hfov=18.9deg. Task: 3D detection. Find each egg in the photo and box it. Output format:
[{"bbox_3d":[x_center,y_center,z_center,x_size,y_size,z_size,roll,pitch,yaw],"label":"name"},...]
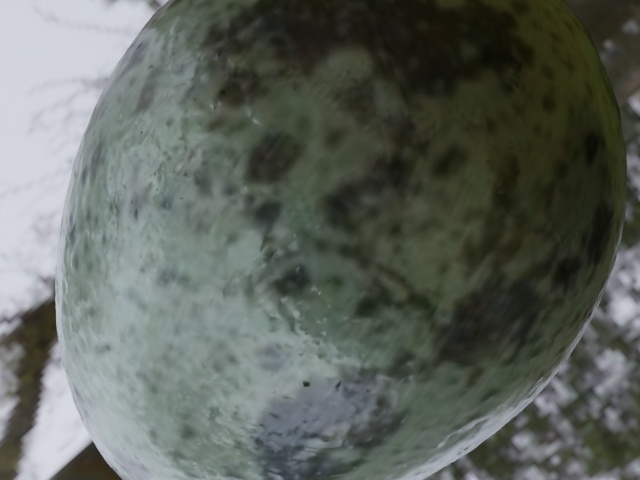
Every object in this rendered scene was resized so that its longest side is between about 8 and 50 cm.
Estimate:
[{"bbox_3d":[0.000,0.000,0.480,0.132,0.172,0.132,29,-155,-15],"label":"egg"}]
